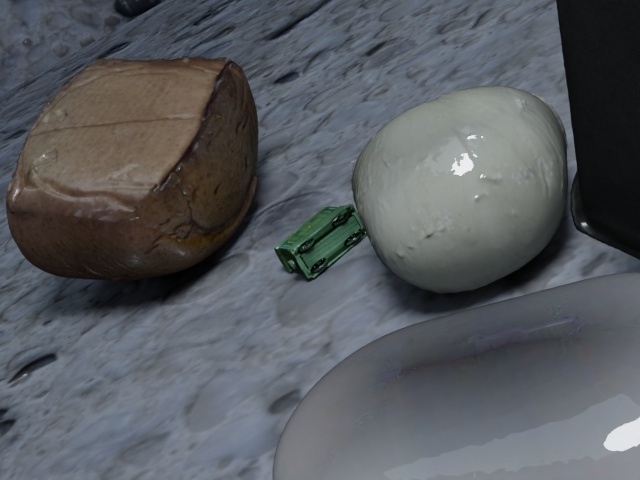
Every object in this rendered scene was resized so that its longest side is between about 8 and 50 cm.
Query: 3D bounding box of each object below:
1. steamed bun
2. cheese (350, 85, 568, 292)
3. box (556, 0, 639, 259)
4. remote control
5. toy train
[{"bbox_3d":[-0.195,-0.064,1.274,0.252,0.199,0.301,3,46,21],"label":"steamed bun"},{"bbox_3d":[0.121,-0.046,0.951,0.198,0.154,0.189,-22,31,11],"label":"cheese"},{"bbox_3d":[0.357,-0.112,0.681,0.345,0.204,0.251,-17,22,-13],"label":"box"},{"bbox_3d":[0.122,0.108,0.709,0.332,0.103,0.221,-18,25,21],"label":"remote control"},{"bbox_3d":[0.000,0.000,1.122,0.093,0.038,0.056,-40,21,-22],"label":"toy train"}]
